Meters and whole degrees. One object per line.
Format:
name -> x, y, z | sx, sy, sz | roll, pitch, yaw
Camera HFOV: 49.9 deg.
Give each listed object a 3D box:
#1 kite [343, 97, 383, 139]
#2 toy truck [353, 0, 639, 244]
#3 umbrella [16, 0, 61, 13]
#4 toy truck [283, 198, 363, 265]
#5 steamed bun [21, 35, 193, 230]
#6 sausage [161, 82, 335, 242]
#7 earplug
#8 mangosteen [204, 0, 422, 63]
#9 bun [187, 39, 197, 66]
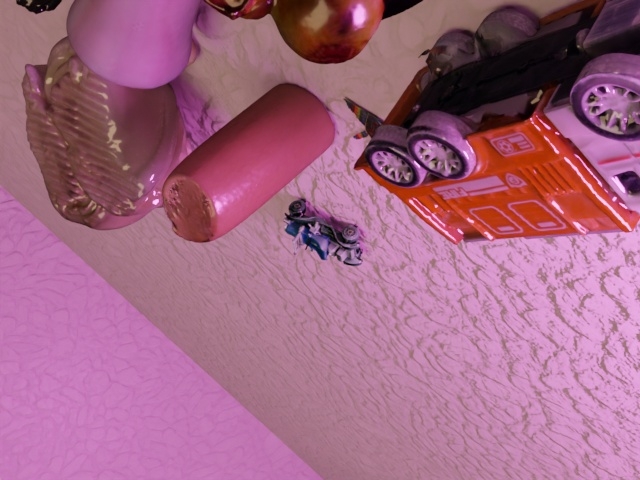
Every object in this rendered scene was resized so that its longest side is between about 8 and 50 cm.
kite -> 0.073, -0.148, 0.942 | 0.090, 0.004, 0.122 | 2, 136, 52
toy truck -> 0.223, -0.102, 0.634 | 0.207, 0.173, 0.388 | 42, 158, -21
umbrella -> -0.419, -0.475, 0.973 | 0.118, 0.118, 0.340 | 34, 145, 11
toy truck -> -0.001, -0.001, 1.200 | 0.154, 0.078, 0.080 | 27, 154, 23
steamed bun -> -0.356, -0.192, 1.216 | 0.310, 0.219, 0.324 | -10, 102, 41
sausage -> -0.104, -0.106, 0.964 | 0.123, 0.253, 0.123 | 35, 153, 20
earplug -> -0.207, -0.339, 0.845 | 0.172, 0.172, 0.301 | 42, 148, -5
mangosteen -> -0.014, -0.269, 0.511 | 0.275, 0.302, 0.275 | 17, 147, 11
bun -> -0.234, -0.294, 1.053 | 0.086, 0.054, 0.086 | 31, 154, 17
